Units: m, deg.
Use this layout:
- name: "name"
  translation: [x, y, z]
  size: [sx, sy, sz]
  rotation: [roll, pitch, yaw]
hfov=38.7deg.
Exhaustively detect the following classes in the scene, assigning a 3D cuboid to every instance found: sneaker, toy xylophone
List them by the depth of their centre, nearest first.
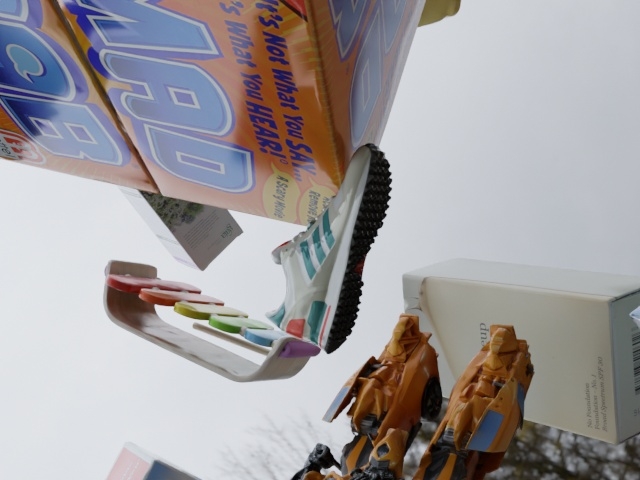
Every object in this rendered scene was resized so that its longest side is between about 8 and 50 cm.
- name: "sneaker"
  translation: [0.000, 0.000, 0.689]
  size: [0.057, 0.075, 0.161]
  rotation: [-5, -70, -66]
- name: "toy xylophone"
  translation: [-0.150, 0.118, 1.276]
  size: [0.081, 0.322, 0.236]
  rotation: [-71, -17, 3]

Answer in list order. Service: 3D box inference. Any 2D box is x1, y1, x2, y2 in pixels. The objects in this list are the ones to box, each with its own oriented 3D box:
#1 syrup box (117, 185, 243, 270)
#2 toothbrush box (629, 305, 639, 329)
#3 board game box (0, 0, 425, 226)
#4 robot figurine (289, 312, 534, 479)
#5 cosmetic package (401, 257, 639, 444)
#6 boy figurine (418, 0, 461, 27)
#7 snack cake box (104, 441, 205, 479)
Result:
- name: "syrup box"
  translation: [-0.227, -0.072, 1.352]
  size: [0.093, 0.096, 0.237]
  rotation: [-46, -58, -19]
- name: "toothbrush box"
  translation: [0.455, 0.065, 0.762]
  size: [0.295, 0.216, 0.126]
  rotation: [-36, 2, -3]
- name: "board game box"
  translation: [-0.111, -0.271, 0.720]
  size: [0.356, 0.356, 0.356]
  rotation: [75, -150, -62]
- name: "robot figurine"
  translation: [0.072, 0.190, 0.804]
  size: [0.291, 0.211, 0.085]
  rotation: [-52, -47, -41]
- name: "cosmetic package"
  translation: [0.243, 0.115, 1.063]
  size: [0.113, 0.309, 0.160]
  rotation: [-13, -80, -37]
- name: "boy figurine"
  translation: [0.189, -0.397, 1.155]
  size: [0.092, 0.177, 0.285]
  rotation: [-28, -36, -60]
- name: "snack cake box"
  translation: [-0.197, 0.333, 0.852]
  size: [0.089, 0.152, 0.264]
  rotation: [31, -106, -15]
